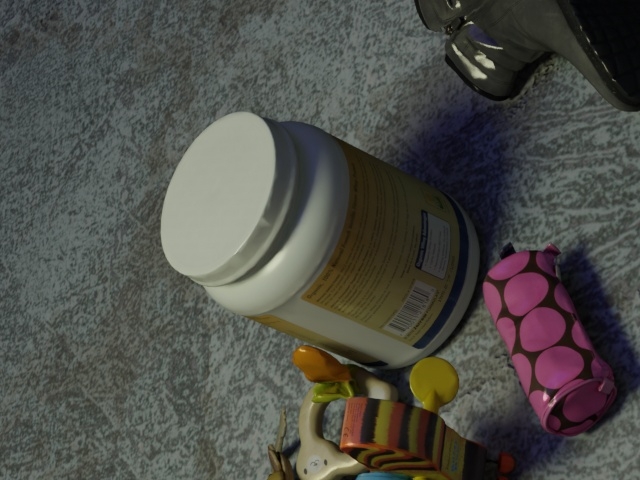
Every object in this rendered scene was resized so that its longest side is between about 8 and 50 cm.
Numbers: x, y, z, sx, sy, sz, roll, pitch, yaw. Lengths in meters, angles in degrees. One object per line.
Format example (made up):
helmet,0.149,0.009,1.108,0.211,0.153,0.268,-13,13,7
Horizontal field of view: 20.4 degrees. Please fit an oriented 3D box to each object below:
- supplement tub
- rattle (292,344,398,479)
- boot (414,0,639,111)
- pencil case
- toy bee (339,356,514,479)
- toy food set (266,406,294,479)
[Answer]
supplement tub,0.000,0.000,2.021,0.228,0.316,0.228,-27,51,39
rattle,-0.001,0.233,2.026,0.130,0.143,0.199,28,89,19
boot,0.251,-0.229,2.025,0.338,0.118,0.222,61,143,26
pencil case,0.242,0.102,1.867,0.098,0.095,0.209,-33,48,14
toy bee,0.121,0.220,1.876,0.162,0.298,0.195,4,92,11
toy food set,-0.055,0.308,2.098,0.132,0.039,0.192,102,163,-52
